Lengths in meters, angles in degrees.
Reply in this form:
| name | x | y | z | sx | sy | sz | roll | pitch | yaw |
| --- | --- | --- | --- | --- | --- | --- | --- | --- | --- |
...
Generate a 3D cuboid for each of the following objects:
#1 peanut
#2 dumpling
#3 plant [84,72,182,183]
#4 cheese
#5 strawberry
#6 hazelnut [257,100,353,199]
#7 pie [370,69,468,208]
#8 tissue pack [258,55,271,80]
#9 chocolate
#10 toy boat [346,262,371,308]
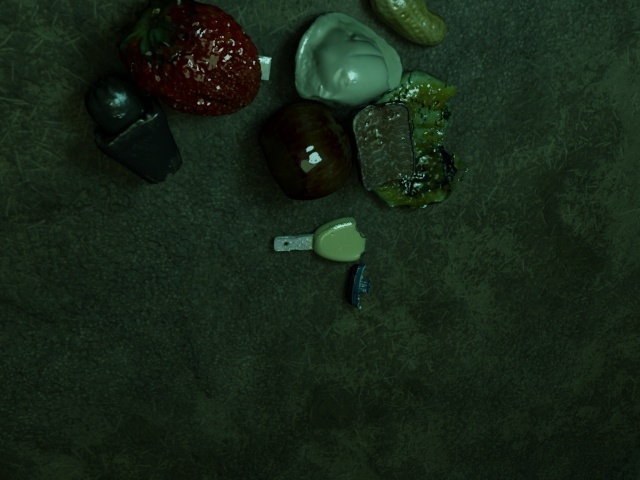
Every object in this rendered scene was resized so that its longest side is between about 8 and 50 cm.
| name | x | y | z | sx | sy | sz | roll | pitch | yaw |
| --- | --- | --- | --- | --- | --- | --- | --- | --- | --- |
| peanut | 0.213 | -0.538 | 1.524 | 0.226 | 0.095 | 0.108 | 30 | 105 | -28 |
| dumpling | 0.060 | -0.422 | 1.514 | 0.175 | 0.243 | 0.227 | -12 | 91 | 31 |
| plant | -0.413 | -0.246 | 1.427 | 0.164 | 0.142 | 0.256 | -34 | 123 | 0 |
| cheese | 0.000 | 0.000 | 1.722 | 0.255 | 0.050 | 0.127 | -2 | 114 | -17 |
| strawberry | -0.263 | -0.375 | 1.365 | 0.238 | 0.250 | 0.288 | -44 | 136 | 4 |
| hazelnut | -0.027 | -0.208 | 1.525 | 0.218 | 0.218 | 0.234 | -27 | 120 | -5 |
| pie | 0.233 | -0.250 | 1.672 | 0.296 | 0.078 | 0.371 | -17 | 117 | -7 |
| tissue pack | -0.171 | -0.406 | 1.498 | 0.108 | 0.023 | 0.056 | 1 | 113 | -19 |
| chocolate | 0.144 | -0.238 | 1.556 | 0.148 | 0.093 | 0.214 | -15 | 118 | -9 |
| toy boat | 0.111 | 0.129 | 1.810 | 0.060 | 0.060 | 0.137 | 11 | 107 | 1 |
